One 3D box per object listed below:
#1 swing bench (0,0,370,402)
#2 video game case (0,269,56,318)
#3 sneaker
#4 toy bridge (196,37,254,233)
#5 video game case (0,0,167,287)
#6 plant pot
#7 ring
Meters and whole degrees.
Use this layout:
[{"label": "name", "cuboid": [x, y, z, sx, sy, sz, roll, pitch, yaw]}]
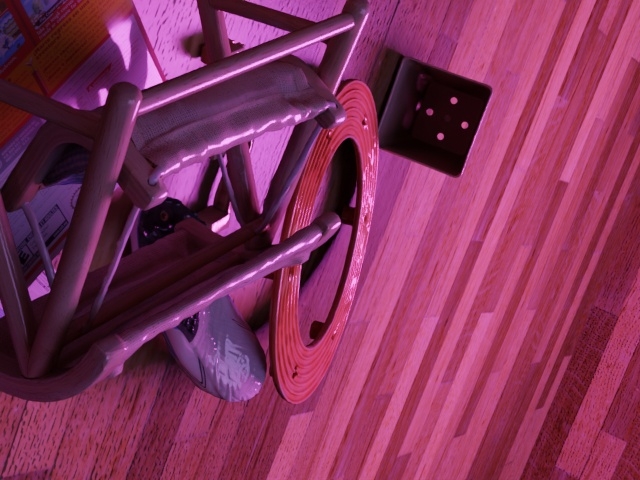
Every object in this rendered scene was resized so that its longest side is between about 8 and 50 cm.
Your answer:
[{"label": "swing bench", "cuboid": [-0.109, -0.039, 0.762, 0.253, 0.165, 0.255, -32, 137, -48]}, {"label": "video game case", "cuboid": [-0.251, 0.056, 0.833, 0.122, 0.011, 0.087, -56, 153, -18]}, {"label": "sneaker", "cuboid": [-0.122, 0.057, 1.009, 0.085, 0.086, 0.237, -48, 135, -30]}, {"label": "toy bridge", "cuboid": [-0.084, -0.091, 0.996, 0.063, 0.026, 0.188, -35, 141, -47]}, {"label": "video game case", "cuboid": [-0.202, -0.117, 0.746, 0.204, 0.025, 0.285, -53, 149, -25]}, {"label": "plant pot", "cuboid": [0.137, -0.142, 1.282, 0.096, 0.109, 0.109, -17, 128, -73]}, {"label": "ring", "cuboid": [0.000, 0.000, 1.139, 0.336, 0.032, 0.337, 12, 90, -75]}]
